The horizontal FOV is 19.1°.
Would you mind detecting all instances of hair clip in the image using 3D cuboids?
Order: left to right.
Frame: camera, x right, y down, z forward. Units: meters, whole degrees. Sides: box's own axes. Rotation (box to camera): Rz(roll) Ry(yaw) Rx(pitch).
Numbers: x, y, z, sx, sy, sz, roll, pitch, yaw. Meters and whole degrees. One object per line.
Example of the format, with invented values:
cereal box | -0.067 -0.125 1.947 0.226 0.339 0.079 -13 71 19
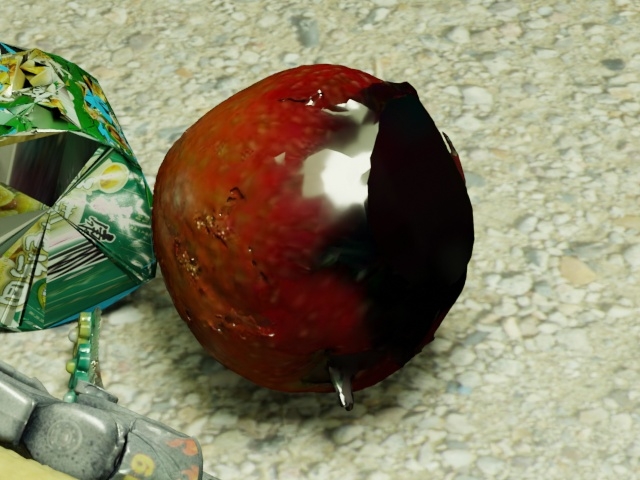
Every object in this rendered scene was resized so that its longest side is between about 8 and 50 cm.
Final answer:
hair clip | -0.209 0.121 1.711 0.049 0.049 0.173 -5 44 -5

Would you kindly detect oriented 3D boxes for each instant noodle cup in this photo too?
instant noodle cup | -0.274 -0.059 1.777 0.240 0.240 0.178 -9 39 -9

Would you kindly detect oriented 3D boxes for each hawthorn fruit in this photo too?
hawthorn fruit | 0.000 -0.016 1.675 0.316 0.316 0.316 0 43 0

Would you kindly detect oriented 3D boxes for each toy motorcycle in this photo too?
toy motorcycle | -0.196 0.169 1.554 0.307 0.173 0.108 22 80 8

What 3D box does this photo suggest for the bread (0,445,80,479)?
bread | -0.295 0.267 1.429 0.375 0.165 0.236 22 51 10
